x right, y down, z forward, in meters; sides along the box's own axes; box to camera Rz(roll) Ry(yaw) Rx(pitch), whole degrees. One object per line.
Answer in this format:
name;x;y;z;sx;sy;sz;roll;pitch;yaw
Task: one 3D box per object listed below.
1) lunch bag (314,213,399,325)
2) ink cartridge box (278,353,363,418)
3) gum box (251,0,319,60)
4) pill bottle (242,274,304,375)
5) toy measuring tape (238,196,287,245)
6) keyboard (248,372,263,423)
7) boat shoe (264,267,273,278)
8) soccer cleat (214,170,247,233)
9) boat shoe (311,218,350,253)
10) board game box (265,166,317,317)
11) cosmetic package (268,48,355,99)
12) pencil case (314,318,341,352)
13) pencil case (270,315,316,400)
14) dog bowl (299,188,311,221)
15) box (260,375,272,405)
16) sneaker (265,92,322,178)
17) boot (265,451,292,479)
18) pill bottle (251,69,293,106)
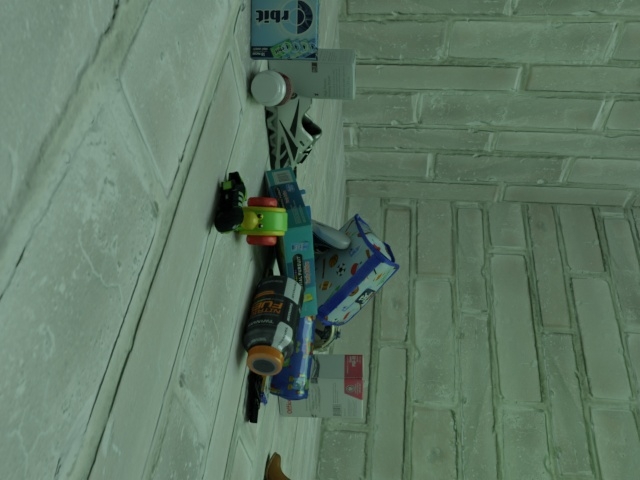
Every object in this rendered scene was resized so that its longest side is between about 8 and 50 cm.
lunch bag;0.101;0.118;2.195;0.328;0.239;0.385;-46;-171;9
ink cartridge box;0.005;0.494;2.071;0.117;0.282;0.207;-84;174;-55
gum box;-0.083;-0.518;1.425;0.041;0.156;0.185;-52;145;-78
pill bottle;-0.119;0.215;1.529;0.246;0.130;0.130;-81;171;-47
toy measuring tape;-0.124;-0.044;1.458;0.330;0.121;0.121;-3;96;-83
keyboard;-0.177;0.376;1.593;0.100;0.038;0.192;142;-47;-68
boat shoe;-0.132;0.143;1.740;0.056;0.049;0.152;-77;168;-54
soccer cleat;-0.183;-0.076;1.219;0.179;0.060;0.072;-89;168;-58
boat shoe;0.000;0.000;2.151;0.301;0.108;0.102;27;-74;53
board game box;-0.080;0.010;1.680;0.254;0.079;0.336;-109;-168;-46
cosmetic package;-0.020;-0.456;1.667;0.117;0.231;0.086;85;10;-45
pencil case;-0.009;0.350;2.402;0.410;0.159;0.184;56;16;-80
pencil case;-0.088;0.325;1.850;0.119;0.133;0.306;32;60;-65
dog bowl;-0.083;-0.059;1.979;0.297;0.074;0.166;75;19;-71
box;-0.158;0.395;1.729;0.081;0.028;0.136;85;13;-52
sneaker;-0.068;-0.270;1.734;0.331;0.146;0.122;87;7;-51
boot;-0.096;0.750;1.863;0.073;0.152;0.197;85;10;-49
pill bottle;-0.119;-0.368;1.477;0.152;0.086;0.086;-62;154;-76
